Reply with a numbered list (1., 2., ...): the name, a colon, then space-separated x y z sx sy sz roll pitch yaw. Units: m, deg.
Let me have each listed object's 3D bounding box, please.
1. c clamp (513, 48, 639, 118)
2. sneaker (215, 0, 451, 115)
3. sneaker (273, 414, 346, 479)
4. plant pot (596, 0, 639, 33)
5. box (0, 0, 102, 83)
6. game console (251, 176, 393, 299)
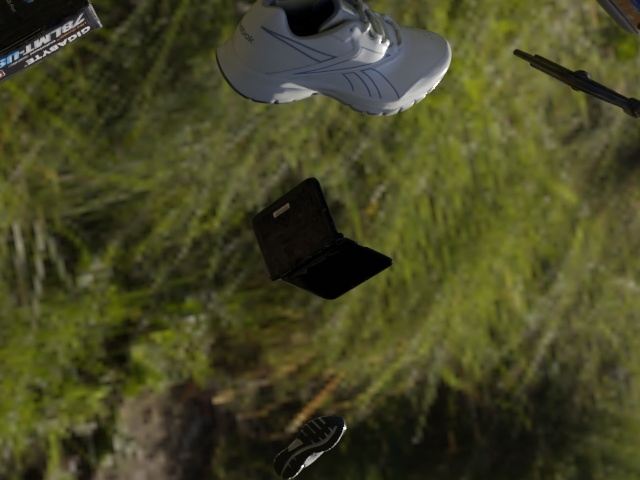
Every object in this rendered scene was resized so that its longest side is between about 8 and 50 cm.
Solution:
1. c clamp: 0.259 -0.144 1.594 0.161 0.137 0.022 40 -70 55
2. sneaker: 0.033 -0.221 1.914 0.129 0.297 0.111 -57 -133 44
3. sneaker: -0.010 0.233 1.933 0.040 0.109 0.044 53 27 6
4. plant pot: 0.325 -0.343 1.592 0.236 0.236 0.212 33 41 -54
5. box: -0.420 -0.275 1.697 0.295 0.293 0.073 59 -5 13
6. game console: 0.000 0.000 1.715 0.071 0.122 0.107 -11 75 -39
